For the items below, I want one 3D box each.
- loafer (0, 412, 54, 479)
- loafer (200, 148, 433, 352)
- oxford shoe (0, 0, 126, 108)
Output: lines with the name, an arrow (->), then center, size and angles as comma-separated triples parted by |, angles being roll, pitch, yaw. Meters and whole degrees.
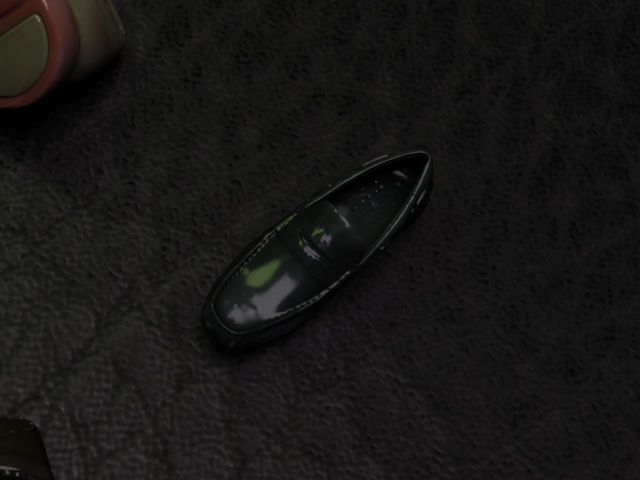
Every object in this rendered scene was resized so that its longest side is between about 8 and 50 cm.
loafer -> -0.284, 0.146, 0.859 | 0.220, 0.080, 0.078 | 8, 31, -9
loafer -> 0.000, 0.000, 0.986 | 0.223, 0.078, 0.076 | -38, 79, -26
oxford shoe -> -0.305, -0.272, 1.010 | 0.397, 0.140, 0.146 | 55, 27, 1
